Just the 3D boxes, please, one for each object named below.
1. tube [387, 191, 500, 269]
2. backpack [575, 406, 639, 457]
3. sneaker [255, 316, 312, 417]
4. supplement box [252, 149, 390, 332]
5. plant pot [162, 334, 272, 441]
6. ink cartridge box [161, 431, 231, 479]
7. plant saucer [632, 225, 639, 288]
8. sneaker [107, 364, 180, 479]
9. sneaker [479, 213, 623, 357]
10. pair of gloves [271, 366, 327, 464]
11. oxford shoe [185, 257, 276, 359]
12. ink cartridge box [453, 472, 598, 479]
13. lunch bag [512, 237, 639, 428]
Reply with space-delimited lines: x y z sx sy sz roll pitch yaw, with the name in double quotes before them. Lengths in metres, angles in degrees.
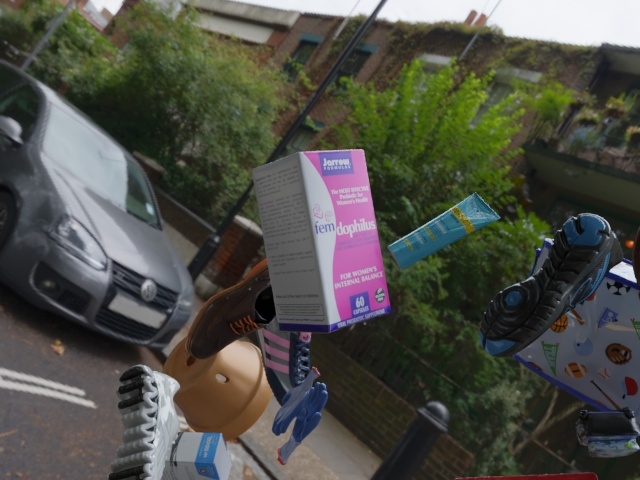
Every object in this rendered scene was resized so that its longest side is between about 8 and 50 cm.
"tube" 0.229 -0.016 1.019 0.080 0.207 0.052 60 0 35
"backpack" 0.554 0.376 1.040 0.105 0.084 0.114 -7 -27 11
"sneaker" -0.067 0.258 1.277 0.112 0.131 0.318 -8 76 -54
"supplement box" 0.000 0.000 0.701 0.111 0.219 0.114 -11 0 -39
"plant pot" -0.301 0.384 1.496 0.291 0.291 0.203 29 -17 51
"ink cartridge box" -0.336 0.542 1.307 0.203 0.085 0.148 1 -52 6
"plant saucer" 0.501 0.018 0.735 0.036 0.198 0.198 6 3 -14
"sneaker" -0.320 0.387 1.009 0.110 0.292 0.118 -17 -29 27
"sneaker" 0.464 0.114 1.061 0.140 0.341 0.125 32 15 -35
"pair of gloves" -0.043 0.325 1.025 0.023 0.159 0.198 34 0 -14
"oxford shoe" -0.155 0.143 1.043 0.097 0.271 0.098 44 3 -31
"ink cartridge box" 0.403 0.560 1.028 0.271 0.310 0.130 -83 156 -47
"lunch bag" 0.669 0.202 1.288 0.386 0.327 0.239 26 21 36
